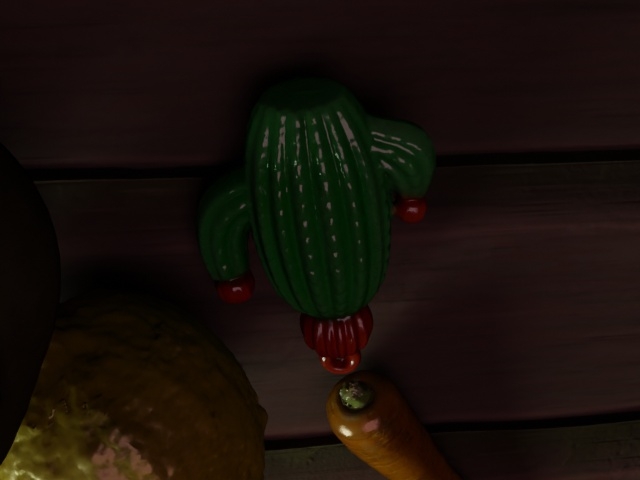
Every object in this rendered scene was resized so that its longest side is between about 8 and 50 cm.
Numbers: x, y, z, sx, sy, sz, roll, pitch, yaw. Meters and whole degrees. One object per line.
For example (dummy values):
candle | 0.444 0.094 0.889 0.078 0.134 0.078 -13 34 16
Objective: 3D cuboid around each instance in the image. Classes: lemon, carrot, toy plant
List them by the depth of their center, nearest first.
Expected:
lemon | -0.138 0.136 1.219 0.192 0.192 0.231 -35 123 6
toy plant | -0.011 -0.007 1.237 0.155 0.088 0.240 14 127 -11
carrot | 0.077 0.177 1.404 0.061 0.061 0.256 -36 134 6

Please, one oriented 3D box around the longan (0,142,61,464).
longan | -0.298 0.042 1.041 0.297 0.297 0.297 -8 123 -13
